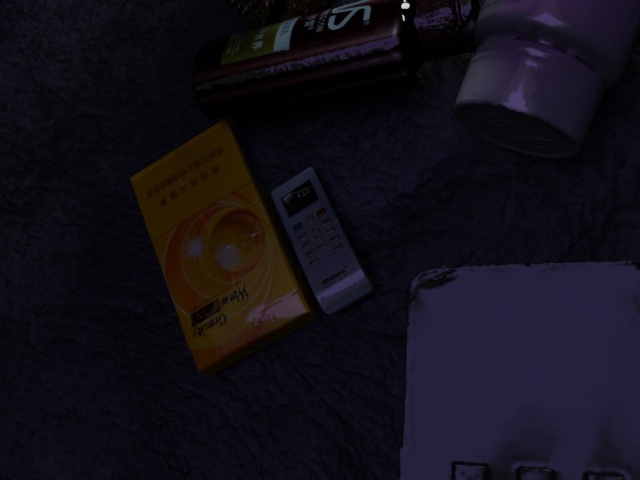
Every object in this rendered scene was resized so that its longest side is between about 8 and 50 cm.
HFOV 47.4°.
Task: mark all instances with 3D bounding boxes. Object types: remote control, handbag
[{"bbox_3d":[0.000,0.000,0.818,0.065,0.029,0.166,-32,63,14],"label":"remote control"},{"bbox_3d":[0.202,0.152,0.670,0.247,0.079,0.260,-1,78,23],"label":"handbag"}]

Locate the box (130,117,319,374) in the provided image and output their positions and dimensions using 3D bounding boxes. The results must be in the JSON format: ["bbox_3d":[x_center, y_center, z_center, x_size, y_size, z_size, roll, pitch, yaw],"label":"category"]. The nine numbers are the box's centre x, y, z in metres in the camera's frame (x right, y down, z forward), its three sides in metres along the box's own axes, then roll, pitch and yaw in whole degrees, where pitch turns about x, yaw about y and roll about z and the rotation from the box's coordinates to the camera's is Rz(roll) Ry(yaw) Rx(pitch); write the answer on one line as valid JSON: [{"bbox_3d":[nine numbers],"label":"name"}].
[{"bbox_3d":[-0.120,0.004,0.859,0.152,0.043,0.269,-31,67,13],"label":"box"}]

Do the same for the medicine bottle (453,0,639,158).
[{"bbox_3d":[0.233,-0.219,0.706,0.151,0.152,0.255,22,87,25],"label":"medicine bottle"}]

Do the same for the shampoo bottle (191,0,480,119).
[{"bbox_3d":[0.017,-0.215,0.823,0.322,0.084,0.129,-7,40,22],"label":"shampoo bottle"}]

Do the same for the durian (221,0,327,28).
[{"bbox_3d":[-0.074,-0.386,0.881,0.193,0.137,0.237,-35,66,11],"label":"durian"}]
